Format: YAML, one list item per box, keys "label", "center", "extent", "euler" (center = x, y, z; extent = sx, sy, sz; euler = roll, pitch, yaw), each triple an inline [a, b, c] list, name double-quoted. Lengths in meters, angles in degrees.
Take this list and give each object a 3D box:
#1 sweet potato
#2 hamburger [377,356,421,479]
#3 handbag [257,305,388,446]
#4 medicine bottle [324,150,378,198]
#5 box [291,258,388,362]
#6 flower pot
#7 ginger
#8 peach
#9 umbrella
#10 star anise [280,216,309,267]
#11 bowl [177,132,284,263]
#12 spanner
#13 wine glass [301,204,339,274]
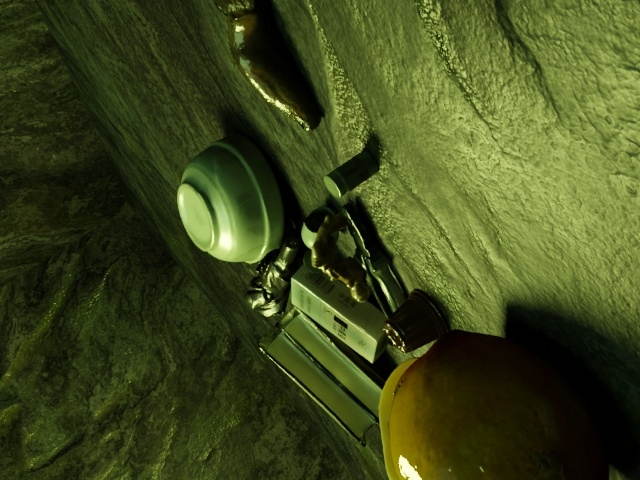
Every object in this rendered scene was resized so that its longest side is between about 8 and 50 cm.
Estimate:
- label: "sweet potato"
  center: [-0.093, -0.304, 1.484]
  extent: [0.112, 0.085, 0.286]
  euler: [16, 139, 58]
- label: "hamburger"
  center: [0.223, 0.359, 1.636]
  extent: [0.227, 0.151, 0.295]
  euler: [-42, 38, 42]
- label: "handbag"
  center: [0.027, 0.319, 2.141]
  extent: [0.358, 0.160, 0.237]
  euler: [43, 175, 2]
- label: "medicine bottle"
  center: [0.052, -0.110, 1.457]
  extent: [0.047, 0.083, 0.047]
  euler: [48, 162, 21]
- label: "box"
  center: [0.046, 0.160, 1.948]
  extent: [0.243, 0.067, 0.155]
  euler: [36, 160, 14]
- label: "flower pot"
  center: [0.174, 0.162, 1.635]
  extent: [0.111, 0.089, 0.111]
  euler: [49, 162, 21]
- label: "ginger"
  center: [0.037, 0.039, 1.724]
  extent: [0.052, 0.176, 0.193]
  euler: [-3, 96, 40]
- label: "peach"
  center: [0.260, 0.318, 1.344]
  extent: [0.373, 0.289, 0.373]
  euler: [53, 164, 23]
- label: "umbrella"
  center: [-0.096, 0.079, 1.980]
  extent: [0.118, 0.118, 0.340]
  euler: [52, 152, 11]
- label: "star anise"
  center: [-0.076, 0.045, 2.114]
  extent: [0.288, 0.088, 0.288]
  euler: [35, 156, 19]
- label: "bowl"
  center: [-0.223, -0.081, 2.017]
  extent: [0.307, 0.163, 0.307]
  euler: [37, 139, 42]
- label: "spanner"
  center: [0.113, 0.062, 1.702]
  extent: [0.095, 0.040, 0.325]
  euler: [31, 152, 57]
- label: "wine glass"
  center: [0.000, 0.000, 1.830]
  extent: [0.079, 0.079, 0.195]
  euler: [49, 162, 21]
